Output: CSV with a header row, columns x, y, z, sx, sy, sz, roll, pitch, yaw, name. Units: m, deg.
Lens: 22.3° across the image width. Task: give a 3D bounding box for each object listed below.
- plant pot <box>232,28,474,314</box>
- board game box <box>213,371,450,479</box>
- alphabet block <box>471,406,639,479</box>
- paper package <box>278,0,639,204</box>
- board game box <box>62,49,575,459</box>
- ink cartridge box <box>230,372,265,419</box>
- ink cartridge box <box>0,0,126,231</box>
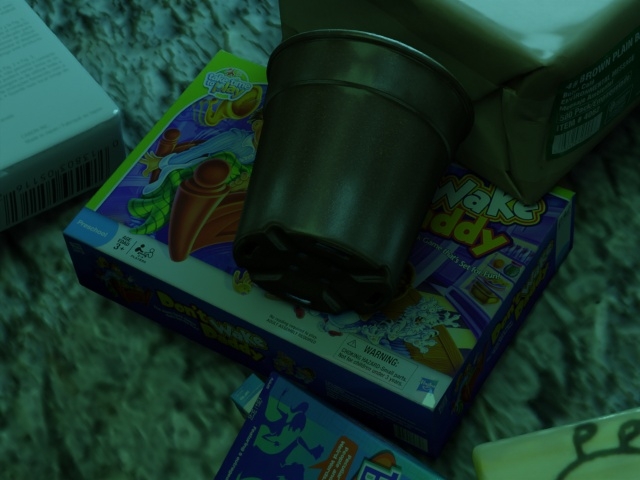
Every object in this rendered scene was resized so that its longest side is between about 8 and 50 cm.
x,y,z,sx,sy,sz,roll,pitch,yaw,name
0.015,-0.043,1.224,0.167,0.167,0.165,10,63,17,plant pot
-0.001,0.206,1.173,0.210,0.047,0.160,26,88,50,board game box
0.228,0.232,1.125,0.197,0.193,0.192,-15,59,5,alphabet block
0.167,-0.240,1.351,0.309,0.168,0.325,35,60,28,paper package
0.000,0.000,1.333,0.347,0.078,0.233,24,59,22,board game box
-0.031,0.150,1.304,0.028,0.048,0.083,-44,62,-12,ink cartridge box
-0.406,-0.141,1.468,0.308,0.091,0.385,-28,57,-24,ink cartridge box
